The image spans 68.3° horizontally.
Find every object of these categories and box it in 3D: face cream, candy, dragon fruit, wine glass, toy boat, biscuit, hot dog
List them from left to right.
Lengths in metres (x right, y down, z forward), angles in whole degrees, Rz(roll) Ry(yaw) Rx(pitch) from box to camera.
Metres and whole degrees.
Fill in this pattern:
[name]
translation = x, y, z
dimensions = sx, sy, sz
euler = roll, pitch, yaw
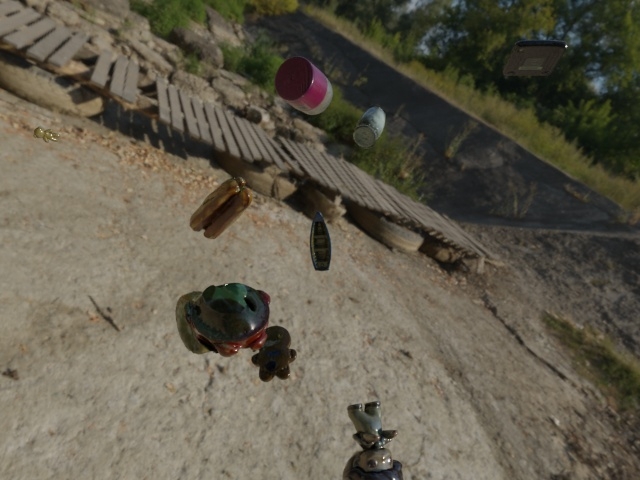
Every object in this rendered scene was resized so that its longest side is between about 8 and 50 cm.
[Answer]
[candy]
translation = -0.491, 0.330, 1.904
dimensions = 0.118, 0.260, 0.260
euler = -16, 50, -42
[hot dog]
translation = -0.351, -0.121, 1.695
dimensions = 0.135, 0.337, 0.100
euler = 33, 43, -21
[dragon fruit]
translation = -0.278, 0.229, 1.461
dimensions = 0.268, 0.130, 0.295
euler = -13, 34, -12
[biscuit]
translation = -0.181, 0.434, 1.833
dimensions = 0.039, 0.179, 0.236
euler = 77, 3, -46
[face cream]
translation = -0.063, -0.605, 1.866
dimensions = 0.175, 0.175, 0.195
euler = 42, 13, 21
[toy boat]
translation = 0.000, 0.000, 1.722
dimensions = 0.080, 0.229, 0.046
euler = -2, 17, 11
[wine glass]
translation = 0.207, -0.474, 1.961
dimensions = 0.111, 0.111, 0.204
euler = 33, 45, -6

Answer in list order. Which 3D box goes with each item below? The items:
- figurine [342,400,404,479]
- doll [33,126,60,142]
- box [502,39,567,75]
[figurine]
translation = 0.179, 0.779, 1.690
dimensions = 0.248, 0.203, 0.381
euler = 7, 67, -34
[doll]
translation = -1.137, -0.436, 1.960
dimensions = 0.093, 0.062, 0.051
euler = 21, 12, -30
[box]
translation = 0.539, -0.458, 1.192
dimensions = 0.126, 0.027, 0.125
euler = 3, -14, 7
